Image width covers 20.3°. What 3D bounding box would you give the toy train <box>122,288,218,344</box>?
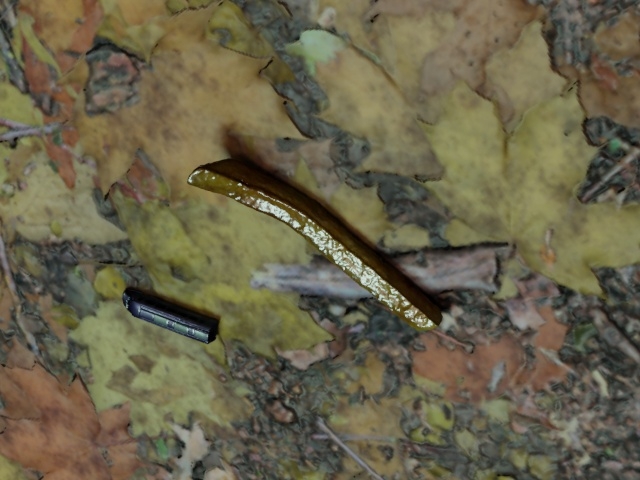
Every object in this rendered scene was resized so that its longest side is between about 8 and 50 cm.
[{"bbox_3d":[-0.118,0.058,1.361,0.083,0.017,0.017,19,122,19],"label":"toy train"}]

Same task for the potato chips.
[{"bbox_3d":[0.000,0.000,1.260,0.204,0.037,0.026,34,137,2],"label":"potato chips"}]
